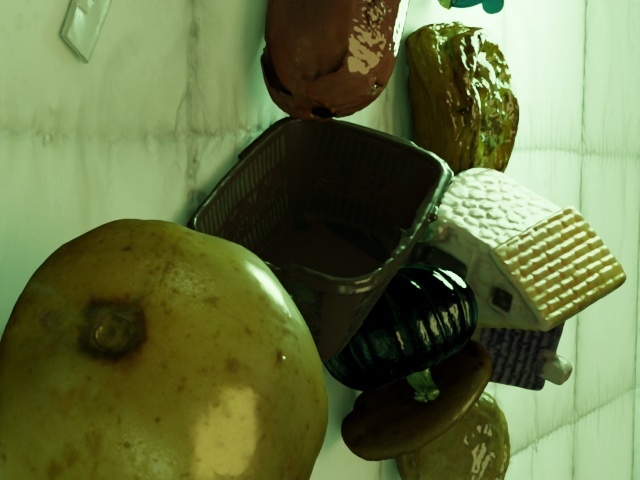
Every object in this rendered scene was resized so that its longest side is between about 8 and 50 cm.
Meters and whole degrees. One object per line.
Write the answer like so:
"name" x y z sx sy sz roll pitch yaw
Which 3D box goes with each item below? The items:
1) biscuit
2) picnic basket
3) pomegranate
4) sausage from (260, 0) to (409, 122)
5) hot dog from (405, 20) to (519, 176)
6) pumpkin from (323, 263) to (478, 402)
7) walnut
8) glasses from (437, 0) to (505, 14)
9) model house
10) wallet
"biscuit" 0.113 0.188 1.778 0.036 0.212 0.212 54 38 -17
"picnic basket" 0.000 0.000 1.525 0.297 0.222 0.129 -53 155 -51
"pomegranate" -0.129 0.125 1.159 0.307 0.307 0.307 2 90 -65
"sausage" 0.020 -0.263 1.590 0.152 0.152 0.280 43 53 -59
"hot dog" 0.189 -0.156 1.999 0.196 0.122 0.272 -31 118 -56
"pumpkin" 0.088 0.099 1.723 0.194 0.194 0.150 -46 133 -56
"walnut" 0.179 0.286 1.984 0.155 0.155 0.184 56 45 -52
"glasses" 0.185 -0.386 1.929 0.207 0.239 0.102 -8 60 -41
"model house" 0.226 0.071 1.878 0.202 0.237 0.237 -22 134 -48
"wallet" -0.200 -0.198 1.279 0.044 0.011 0.083 53 46 -53
